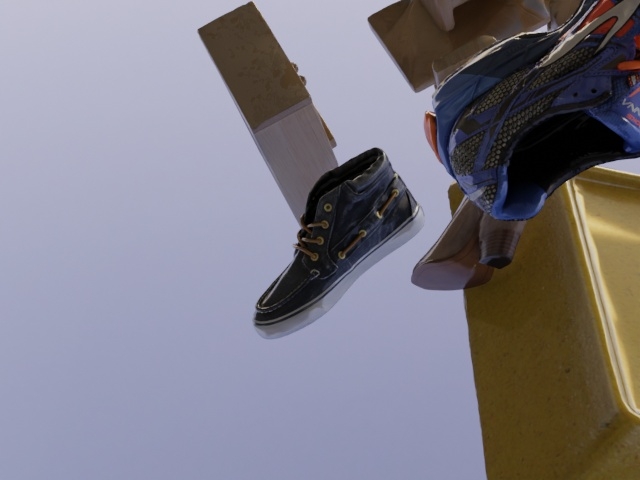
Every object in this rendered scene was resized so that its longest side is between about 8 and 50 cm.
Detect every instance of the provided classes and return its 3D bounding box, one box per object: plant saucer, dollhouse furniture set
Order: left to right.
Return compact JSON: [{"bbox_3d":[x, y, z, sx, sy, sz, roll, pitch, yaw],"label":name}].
[{"bbox_3d":[0.103,-0.196,1.188,0.394,0.256,0.362,-28,-121,-2],"label":"dollhouse furniture set"},{"bbox_3d":[0.267,0.067,0.710,0.333,0.081,0.332,10,-137,-10],"label":"plant saucer"}]

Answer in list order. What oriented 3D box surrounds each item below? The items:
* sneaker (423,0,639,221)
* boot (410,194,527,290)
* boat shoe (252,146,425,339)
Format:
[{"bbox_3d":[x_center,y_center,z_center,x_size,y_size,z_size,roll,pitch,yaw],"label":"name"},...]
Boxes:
[{"bbox_3d":[0.150,-0.083,0.506,0.221,0.083,0.087,-42,-143,27],"label":"sneaker"},{"bbox_3d":[0.105,-0.018,0.707,0.118,0.042,0.087,-23,-131,57],"label":"boot"},{"bbox_3d":[0.000,0.000,0.912,0.183,0.083,0.065,-40,-151,-12],"label":"boat shoe"}]
